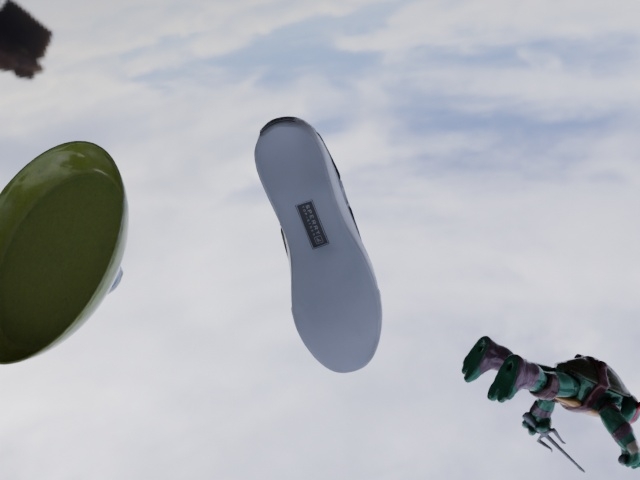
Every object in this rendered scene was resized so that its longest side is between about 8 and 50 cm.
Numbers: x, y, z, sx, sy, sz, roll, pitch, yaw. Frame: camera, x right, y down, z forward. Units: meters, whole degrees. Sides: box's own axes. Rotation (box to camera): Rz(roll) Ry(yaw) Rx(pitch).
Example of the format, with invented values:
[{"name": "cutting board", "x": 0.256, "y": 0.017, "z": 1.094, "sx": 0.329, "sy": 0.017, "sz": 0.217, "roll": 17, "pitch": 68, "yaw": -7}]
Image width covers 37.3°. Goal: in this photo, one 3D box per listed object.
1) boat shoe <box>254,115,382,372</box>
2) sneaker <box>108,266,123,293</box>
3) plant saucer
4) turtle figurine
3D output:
[{"name": "boat shoe", "x": 0.000, "y": 0.000, "z": 0.824, "sx": 0.080, "sy": 0.228, "sz": 0.076, "roll": -18, "pitch": -168, "yaw": 13}, {"name": "sneaker", "x": -0.347, "y": 0.060, "z": 1.095, "sx": 0.237, "sy": 0.086, "sz": 0.085, "roll": -26, "pitch": -146, "yaw": -8}, {"name": "plant saucer", "x": -0.273, "y": 0.014, "z": 0.960, "sx": 0.241, "sy": 0.241, "sz": 0.037, "roll": 6, "pitch": 161, "yaw": 41}, {"name": "turtle figurine", "x": 0.282, "y": 0.183, "z": 1.063, "sx": 0.234, "sy": 0.118, "sz": 0.175, "roll": 26, "pitch": 165, "yaw": -17}]
